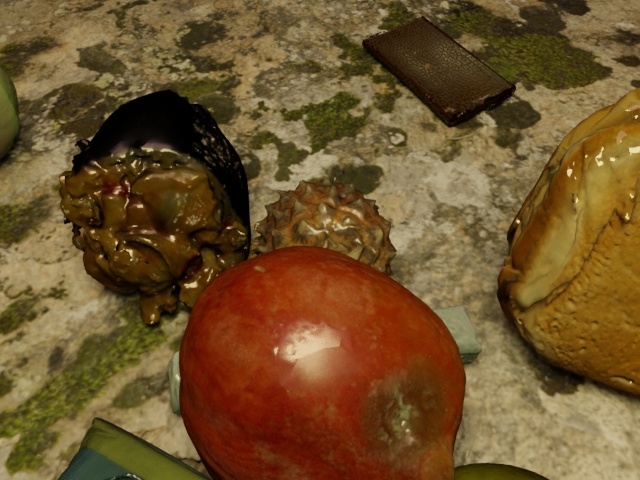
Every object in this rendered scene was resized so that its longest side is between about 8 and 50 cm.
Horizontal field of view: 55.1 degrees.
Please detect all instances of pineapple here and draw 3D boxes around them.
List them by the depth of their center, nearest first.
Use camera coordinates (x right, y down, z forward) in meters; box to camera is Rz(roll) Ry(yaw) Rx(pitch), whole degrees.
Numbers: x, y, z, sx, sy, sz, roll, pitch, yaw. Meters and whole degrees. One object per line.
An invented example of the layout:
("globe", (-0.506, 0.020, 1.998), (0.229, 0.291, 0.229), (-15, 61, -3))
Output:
("pineapple", (0.000, 0.000, 0.717), (0.166, 0.166, 0.193), (-7, 21, -6))

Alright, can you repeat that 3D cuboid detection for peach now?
("peach", (0.007, 0.128, 0.500), (0.233, 0.232, 0.257), (-25, 41, -19))

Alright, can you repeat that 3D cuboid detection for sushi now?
("sushi", (-0.191, -0.036, 0.718), (0.200, 0.213, 0.204), (-30, 38, 21))

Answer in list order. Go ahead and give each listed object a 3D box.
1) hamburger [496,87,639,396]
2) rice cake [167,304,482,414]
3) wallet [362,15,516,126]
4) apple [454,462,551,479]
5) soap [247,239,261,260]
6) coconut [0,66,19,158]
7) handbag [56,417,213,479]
("hamburger", (0.339, 0.015, 0.608), (0.284, 0.304, 0.174), (25, 45, 8))
("rice cake", (0.004, 0.127, 0.663), (0.337, 0.063, 0.066), (-7, 56, -7))
("wallet", (0.190, -0.285, 1.015), (0.133, 0.039, 0.243), (-29, 57, -14))
("apple", (0.136, 0.277, 0.477), (0.197, 0.156, 0.196), (-9, 43, 8))
("soap", (-0.093, 0.034, 0.769), (0.034, 0.012, 0.089), (4, 51, 4))
("coconut", (-0.527, -0.164, 0.809), (0.236, 0.205, 0.235), (18, 63, -39))
("handbag", (-0.136, 0.291, 0.421), (0.263, 0.222, 0.241), (14, 51, 30))
